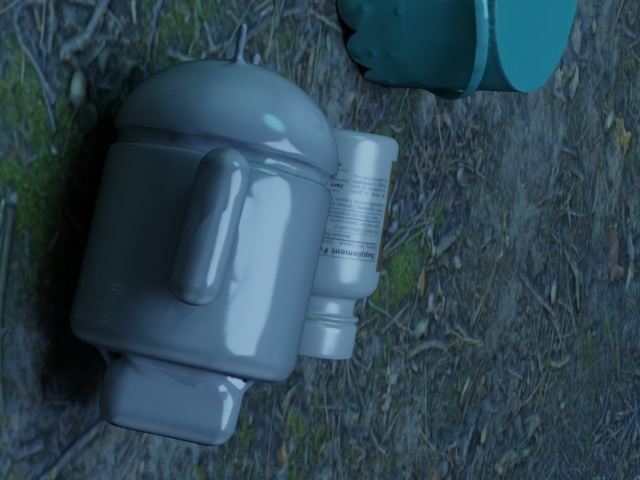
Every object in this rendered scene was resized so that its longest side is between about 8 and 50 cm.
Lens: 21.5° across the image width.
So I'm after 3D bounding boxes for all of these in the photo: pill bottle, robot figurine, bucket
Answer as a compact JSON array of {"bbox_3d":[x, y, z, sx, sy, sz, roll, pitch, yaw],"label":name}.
[{"bbox_3d":[0.000,0.000,1.718,0.131,0.131,0.229,5,94,-62],"label":"pill bottle"},{"bbox_3d":[-0.098,-0.005,1.461,0.300,0.200,0.353,160,-58,-80],"label":"robot figurine"},{"bbox_3d":[0.160,-0.290,1.865,0.281,0.183,0.281,-28,122,-56],"label":"bucket"}]
